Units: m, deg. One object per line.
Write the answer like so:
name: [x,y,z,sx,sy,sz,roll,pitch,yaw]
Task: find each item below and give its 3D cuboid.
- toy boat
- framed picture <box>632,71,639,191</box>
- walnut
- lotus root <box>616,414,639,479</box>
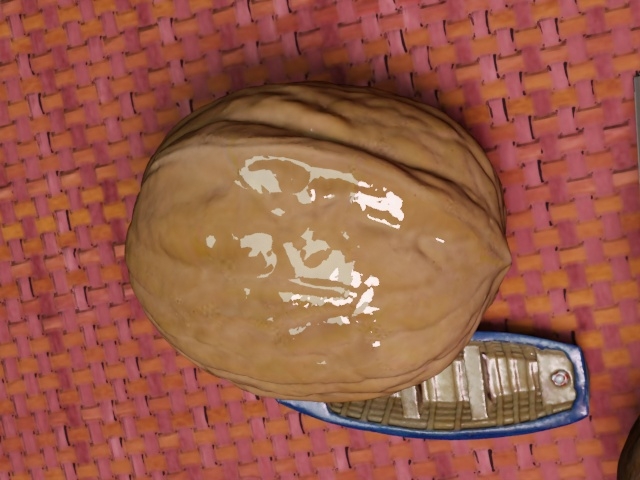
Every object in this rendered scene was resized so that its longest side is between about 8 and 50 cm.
toy boat: [0.080,0.103,1.036,0.229,0.046,0.080,-6,98,20]
framed picture: [0.293,-0.020,0.873,0.197,0.014,0.252,-8,52,20]
walnut: [0.000,0.000,0.961,0.261,0.225,0.225,8,102,18]
lotus root: [0.318,0.171,0.896,0.272,0.192,0.272,1,112,3]
